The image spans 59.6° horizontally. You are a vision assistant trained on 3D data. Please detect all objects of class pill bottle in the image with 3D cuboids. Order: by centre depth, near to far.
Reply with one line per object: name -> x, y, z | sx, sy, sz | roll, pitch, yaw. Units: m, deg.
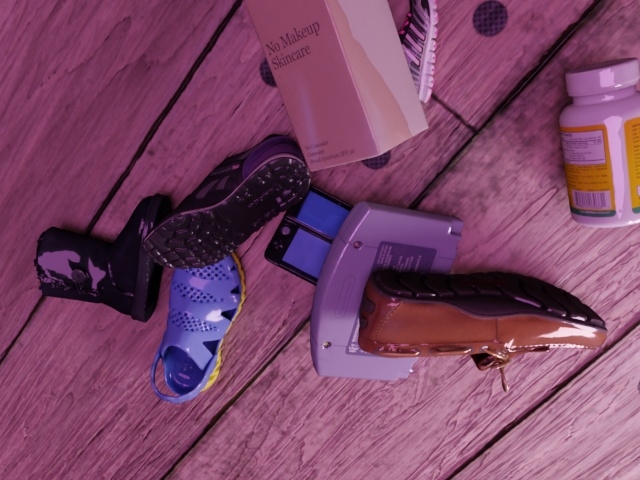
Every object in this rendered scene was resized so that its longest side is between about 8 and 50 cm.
pill bottle -> 0.392, -0.133, 0.760 | 0.118, 0.117, 0.208 | -12, 106, 13

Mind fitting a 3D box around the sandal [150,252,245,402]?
sandal -> -0.212, 0.149, 0.942 | 0.126, 0.138, 0.317 | 14, 108, 6

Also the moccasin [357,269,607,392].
moccasin -> 0.244, 0.133, 0.836 | 0.380, 0.139, 0.146 | 1, 114, -16

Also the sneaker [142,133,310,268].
sneaker -> -0.146, -0.061, 0.870 | 0.283, 0.124, 0.107 | -29, 128, 9

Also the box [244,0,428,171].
box -> 0.013, -0.265, 0.747 | 0.148, 0.121, 0.311 | -7, 110, 48

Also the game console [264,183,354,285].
game console -> 0.000, 0.000, 0.879 | 0.144, 0.085, 0.124 | 28, 74, 0

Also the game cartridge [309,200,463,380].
game cartridge -> 0.091, 0.086, 0.879 | 0.196, 0.060, 0.294 | 8, 111, -22

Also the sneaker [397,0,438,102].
sneaker -> 0.122, -0.279, 0.782 | 0.075, 0.063, 0.170 | -1, 113, 3

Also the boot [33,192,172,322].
boot -> -0.372, 0.013, 0.941 | 0.207, 0.094, 0.246 | 17, 116, -1
